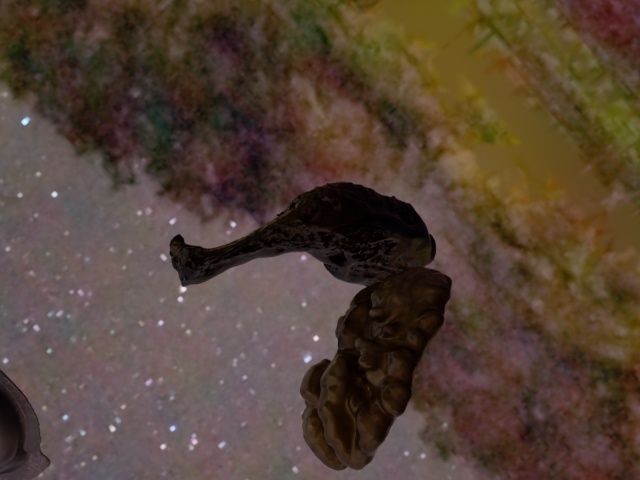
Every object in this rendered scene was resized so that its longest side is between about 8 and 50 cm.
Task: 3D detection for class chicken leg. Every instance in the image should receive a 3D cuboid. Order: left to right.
[{"bbox_3d":[0.000,0.000,0.782,0.253,0.106,0.051,2,-136,-34],"label":"chicken leg"}]

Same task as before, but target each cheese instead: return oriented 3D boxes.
[{"bbox_3d":[-0.321,0.117,0.770,0.244,0.135,0.052,49,-157,-19],"label":"cheese"}]

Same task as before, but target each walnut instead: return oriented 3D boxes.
[{"bbox_3d":[0.037,0.094,0.745,0.069,0.170,0.143,32,156,-10],"label":"walnut"}]
